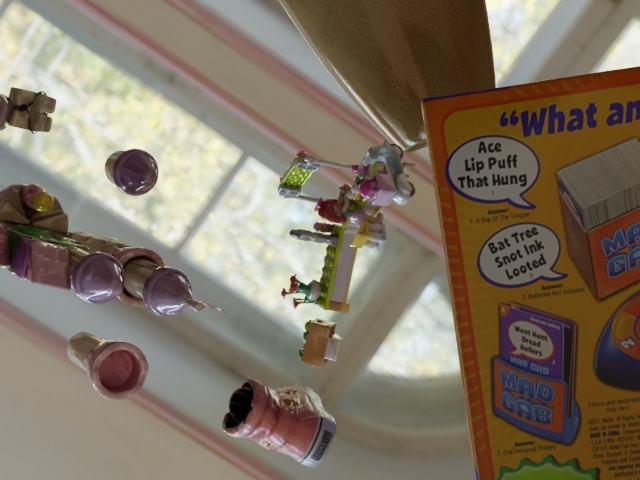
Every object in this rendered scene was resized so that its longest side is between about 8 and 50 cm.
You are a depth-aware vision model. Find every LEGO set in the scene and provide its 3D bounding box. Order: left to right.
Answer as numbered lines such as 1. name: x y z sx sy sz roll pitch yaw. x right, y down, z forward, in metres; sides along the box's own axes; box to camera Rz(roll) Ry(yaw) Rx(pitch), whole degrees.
1. LEGO set: 0.000 0.000 1.585 0.132 0.107 0.287 -99 -154 -47

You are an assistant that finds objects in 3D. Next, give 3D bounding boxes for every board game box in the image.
1. board game box: 0.296 0.030 1.282 0.356 0.357 0.356 -28 110 -81

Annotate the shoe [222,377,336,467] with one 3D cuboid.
1. shoe: -0.046 0.152 1.339 0.063 0.081 0.178 -63 -167 -2

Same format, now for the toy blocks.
1. toy blocks: -0.275 0.006 1.565 0.260 0.289 0.309 18 -86 59

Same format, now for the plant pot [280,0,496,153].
1. plant pot: 0.094 -0.235 1.663 0.237 0.254 0.237 -24 178 -1
